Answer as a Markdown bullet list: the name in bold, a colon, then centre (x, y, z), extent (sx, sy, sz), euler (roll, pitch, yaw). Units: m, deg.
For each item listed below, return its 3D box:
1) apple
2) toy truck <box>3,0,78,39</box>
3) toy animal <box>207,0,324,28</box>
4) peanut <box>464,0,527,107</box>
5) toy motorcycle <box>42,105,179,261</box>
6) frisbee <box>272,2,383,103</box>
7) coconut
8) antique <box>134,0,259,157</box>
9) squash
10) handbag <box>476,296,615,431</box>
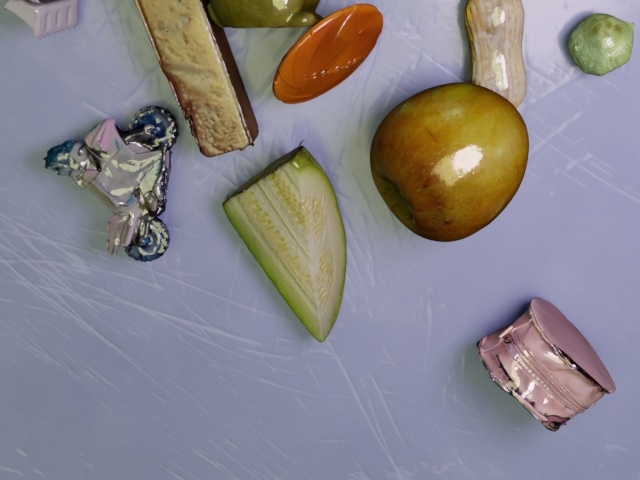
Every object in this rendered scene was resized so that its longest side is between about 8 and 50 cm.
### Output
- **apple**: centre (0.192, -0.114, 1.201), extent (0.207, 0.237, 0.237), euler (-33, 106, -11)
- **toy truck**: centre (-0.408, -0.435, 1.155), extent (0.111, 0.136, 0.286), euler (11, 118, 17)
- **toy animal**: centre (-0.047, -0.454, 1.112), extent (0.180, 0.181, 0.363), euler (17, 112, 10)
- **peanut**: centre (0.257, -0.283, 1.210), extent (0.087, 0.087, 0.207), euler (-7, 108, 5)
- **toy motorcycle**: centre (-0.330, -0.092, 1.292), extent (0.204, 0.108, 0.239), euler (5, 84, -4)
- **frisbee**: centre (0.017, -0.256, 1.179), extent (0.192, 0.192, 0.035), euler (-41, 75, 14)
- **coconut**: centre (0.413, -0.287, 1.205), extent (0.096, 0.088, 0.088), euler (-36, 104, 19)
- **antique**: centre (-0.186, -0.277, 1.229), extent (0.093, 0.087, 0.310), euler (-17, 108, 10)
- **squash**: centre (0.000, 0.000, 1.300), extent (0.203, 0.111, 0.289), euler (-26, 105, 44)
- **handbag**: centre (0.362, 0.198, 1.328), extent (0.205, 0.179, 0.116), euler (41, 112, -10)
